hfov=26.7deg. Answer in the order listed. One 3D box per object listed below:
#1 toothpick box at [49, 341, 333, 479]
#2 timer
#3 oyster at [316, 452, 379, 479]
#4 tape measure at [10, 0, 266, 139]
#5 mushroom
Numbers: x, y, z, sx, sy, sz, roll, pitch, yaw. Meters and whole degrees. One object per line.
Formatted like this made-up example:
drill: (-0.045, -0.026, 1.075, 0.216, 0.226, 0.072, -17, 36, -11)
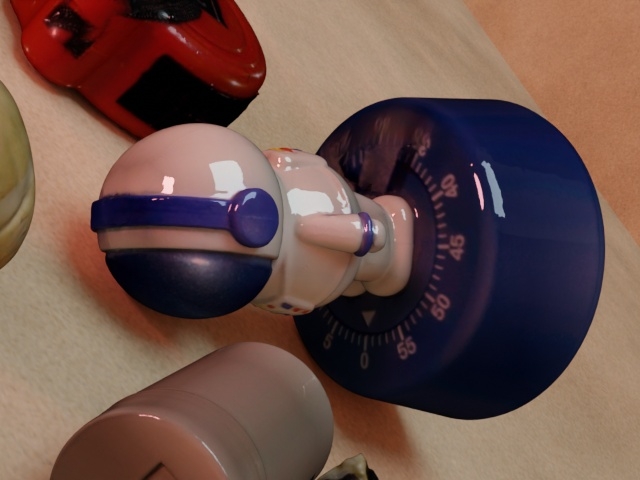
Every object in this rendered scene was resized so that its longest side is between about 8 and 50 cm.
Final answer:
toothpick box: (-0.068, 0.128, 0.773, 0.111, 0.111, 0.180, 51, 18, 5)
timer: (0.000, 0.000, 1.029, 0.383, 0.270, 0.270, 7, 43, -40)
oyster: (0.021, 0.213, 0.808, 0.166, 0.094, 0.294, 52, 24, -17)
tape measure: (-0.162, -0.204, 1.184, 0.260, 0.114, 0.253, 30, 27, -42)
mushroom: (-0.219, -0.044, 0.764, 0.148, 0.112, 0.148, 165, -90, -85)
